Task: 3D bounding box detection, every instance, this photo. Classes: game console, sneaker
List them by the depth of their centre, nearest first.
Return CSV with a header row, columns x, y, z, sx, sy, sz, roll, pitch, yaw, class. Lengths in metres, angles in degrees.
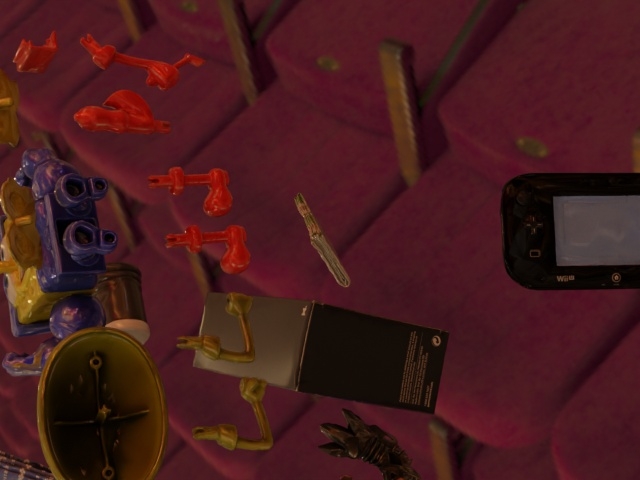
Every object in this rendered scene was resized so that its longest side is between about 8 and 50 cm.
x,y,z,sx,sy,sz,roll,pitch,yaw,class
0.339,0.005,0.928,0.044,0.361,0.213,115,154,-73,game console
-0.370,0.131,1.709,0.296,0.105,0.146,-34,53,45,sneaker

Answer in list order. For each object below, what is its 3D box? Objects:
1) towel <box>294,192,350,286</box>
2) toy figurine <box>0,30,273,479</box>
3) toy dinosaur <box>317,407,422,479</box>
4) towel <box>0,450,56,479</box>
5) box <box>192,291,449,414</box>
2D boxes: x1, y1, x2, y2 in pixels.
x,y,z,sx,sy,sz,roll,pitch,yaw,class
0.000,0.000,1.647,0.113,0.023,0.152,59,-178,-32,towel
-0.189,0.036,0.864,0.217,0.191,0.362,-32,68,56,toy figurine
0.071,0.315,1.066,0.322,0.164,0.218,32,-173,-38,toy dinosaur
-0.363,0.360,1.330,0.336,0.040,0.243,19,131,0,towel
-0.008,0.127,1.197,0.261,0.184,0.103,-1,74,59,box
